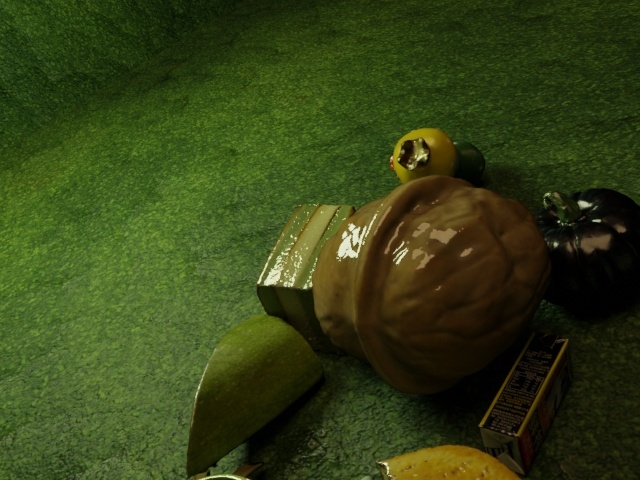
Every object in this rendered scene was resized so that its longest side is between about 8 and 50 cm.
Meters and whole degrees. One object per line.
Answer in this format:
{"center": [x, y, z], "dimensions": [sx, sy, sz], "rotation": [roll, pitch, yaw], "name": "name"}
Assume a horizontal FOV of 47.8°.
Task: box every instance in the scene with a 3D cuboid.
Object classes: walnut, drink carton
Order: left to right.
{"center": [0.136, 0.056, 0.940], "dimensions": [0.296, 0.285, 0.285], "rotation": [6, 40, 46], "name": "walnut"}
{"center": [0.250, 0.191, 0.869], "dimensions": [0.056, 0.071, 0.165], "rotation": [11, 42, 35], "name": "drink carton"}

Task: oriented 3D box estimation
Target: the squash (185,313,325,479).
{"center": [-0.139, 0.198, 1.005], "dimensions": [0.169, 0.093, 0.252], "rotation": [16, 34, 42], "name": "squash"}

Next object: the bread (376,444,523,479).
{"center": [0.153, 0.294, 0.698], "dimensions": [0.139, 0.143, 0.229], "rotation": [-25, 34, -7], "name": "bread"}

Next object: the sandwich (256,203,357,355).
{"center": [0.000, 0.055, 1.115], "dimensions": [0.117, 0.144, 0.187], "rotation": [4, 48, 31], "name": "sandwich"}

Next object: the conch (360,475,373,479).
{"center": [0.018, 0.297, 0.738], "dimensions": [0.137, 0.234, 0.114], "rotation": [10, 71, -12], "name": "conch"}

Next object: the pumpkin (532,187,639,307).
{"center": [0.371, 0.009, 1.016], "dimensions": [0.194, 0.150, 0.194], "rotation": [-8, 55, 12], "name": "pumpkin"}

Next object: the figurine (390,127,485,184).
{"center": [0.177, -0.142, 1.294], "dimensions": [0.185, 0.127, 0.234], "rotation": [13, 17, 37], "name": "figurine"}

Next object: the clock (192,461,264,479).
{"center": [-0.123, 0.346, 0.845], "dimensions": [0.170, 0.069, 0.232], "rotation": [-13, 31, 12], "name": "clock"}
